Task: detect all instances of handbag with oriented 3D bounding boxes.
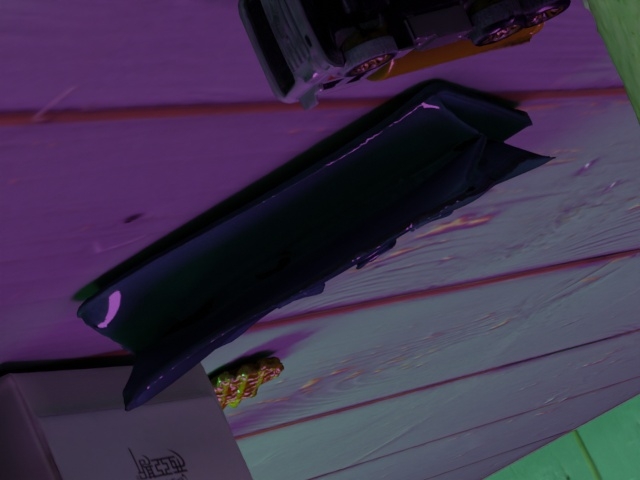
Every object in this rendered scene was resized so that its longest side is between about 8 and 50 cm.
[{"bbox_3d":[0.000,0.000,0.926,0.221,0.057,0.144,-32,173,22],"label":"handbag"}]

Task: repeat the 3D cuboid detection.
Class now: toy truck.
[{"bbox_3d":[0.031,-0.082,0.647,0.123,0.052,0.063,-19,172,-34],"label":"toy truck"}]

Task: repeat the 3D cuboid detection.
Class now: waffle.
[{"bbox_3d":[-0.061,0.099,1.268,0.078,0.016,0.085,-13,161,-45],"label":"waffle"}]

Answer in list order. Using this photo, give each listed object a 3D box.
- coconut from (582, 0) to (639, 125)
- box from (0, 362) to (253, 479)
[{"bbox_3d":[0.198,-0.109,0.513,0.259,0.259,0.259,-24,167,-6],"label":"coconut"},{"bbox_3d":[-0.200,0.178,1.090,0.274,0.116,0.203,-31,166,21],"label":"box"}]
